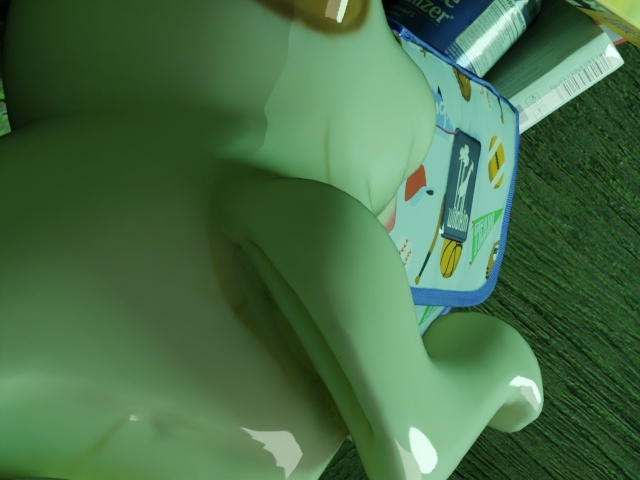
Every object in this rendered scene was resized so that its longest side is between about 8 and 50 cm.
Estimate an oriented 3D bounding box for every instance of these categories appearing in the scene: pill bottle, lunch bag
[{"bbox_3d":[0.149,-0.236,1.094,0.219,0.123,0.123,-47,172,-4],"label":"pill bottle"},{"bbox_3d":[0.000,0.000,0.916,0.385,0.239,0.328,-52,156,14],"label":"lunch bag"}]

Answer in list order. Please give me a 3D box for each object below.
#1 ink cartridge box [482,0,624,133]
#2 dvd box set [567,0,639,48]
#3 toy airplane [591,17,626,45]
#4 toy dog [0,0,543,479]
[{"bbox_3d":[0.203,-0.209,1.163,0.181,0.056,0.225,-35,-145,12],"label":"ink cartridge box"},{"bbox_3d":[0.402,-0.337,1.078,0.420,0.062,0.307,16,99,-45],"label":"dvd box set"},{"bbox_3d":[0.482,-0.425,1.341,0.386,0.272,0.384,-17,131,-43],"label":"toy airplane"},{"bbox_3d":[-0.099,0.019,0.473,0.408,0.395,0.284,-63,-170,-23],"label":"toy dog"}]
